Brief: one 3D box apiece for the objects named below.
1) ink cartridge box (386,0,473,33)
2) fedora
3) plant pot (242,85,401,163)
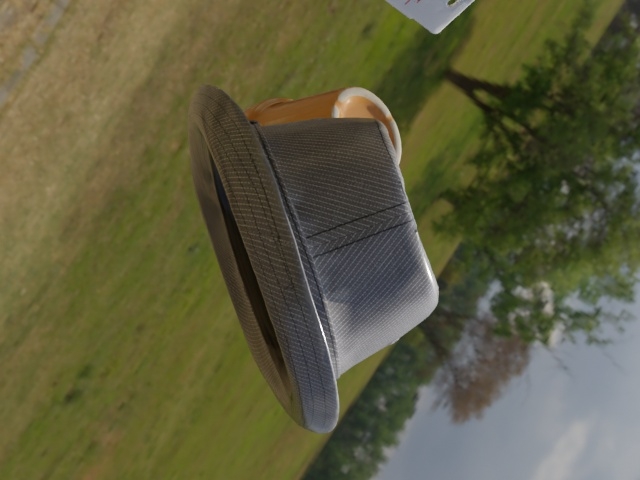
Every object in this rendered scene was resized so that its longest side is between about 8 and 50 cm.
[{"bbox_3d":[0.080,-0.282,0.995,0.104,0.180,0.060,-41,-133,23],"label":"ink cartridge box"},{"bbox_3d":[0.000,0.000,0.721,0.124,0.244,0.275,-19,174,-9],"label":"fedora"},{"bbox_3d":[-0.003,-0.111,1.411,0.188,0.205,0.205,-23,-156,44],"label":"plant pot"}]
